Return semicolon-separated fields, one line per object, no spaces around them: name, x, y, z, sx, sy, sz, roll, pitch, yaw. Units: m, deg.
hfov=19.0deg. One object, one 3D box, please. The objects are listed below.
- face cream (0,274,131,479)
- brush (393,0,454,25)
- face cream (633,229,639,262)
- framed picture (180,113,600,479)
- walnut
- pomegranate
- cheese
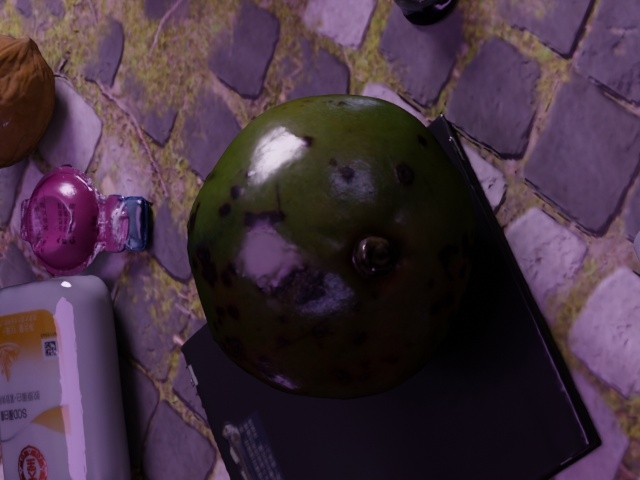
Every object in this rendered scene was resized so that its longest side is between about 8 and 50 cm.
face cream;-0.215;0.178;1.594;0.144;0.071;0.291;-8;87;45
brush;0.034;-0.293;1.312;0.068;0.060;0.296;-17;81;48
face cream;0.248;0.061;1.116;0.072;0.051;0.182;-53;56;37
framed picture;0.034;0.107;1.372;0.339;0.014;0.255;-42;63;39
walnut;-0.276;-0.120;1.624;0.124;0.105;0.105;-53;55;16
pomegranate;0.000;0.000;1.278;0.248;0.202;0.202;-159;69;-75
cheese;-0.199;-0.016;1.590;0.145;0.038;0.095;3;94;37
